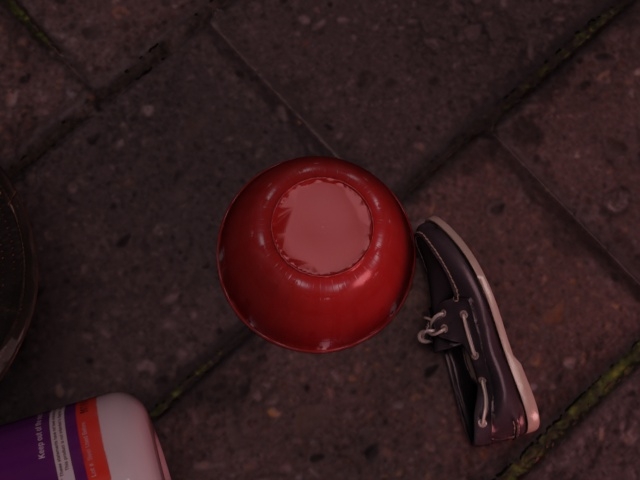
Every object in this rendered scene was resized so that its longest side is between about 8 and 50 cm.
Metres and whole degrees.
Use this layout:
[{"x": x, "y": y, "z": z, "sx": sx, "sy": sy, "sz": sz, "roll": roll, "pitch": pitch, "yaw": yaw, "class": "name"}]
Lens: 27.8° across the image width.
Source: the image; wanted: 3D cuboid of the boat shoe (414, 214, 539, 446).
[{"x": 0.119, "y": 0.079, "z": 1.114, "sx": 0.065, "sy": 0.075, "sz": 0.206, "roll": -22, "pitch": 83, "yaw": -12, "class": "boat shoe"}]

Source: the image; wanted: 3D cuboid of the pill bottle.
[{"x": -0.269, "y": 0.243, "z": 0.995, "sx": 0.323, "sy": 0.181, "sz": 0.182, "roll": -16, "pitch": 77, "yaw": -7, "class": "pill bottle"}]

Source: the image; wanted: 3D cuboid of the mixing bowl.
[{"x": 0.000, "y": 0.000, "z": 1.114, "sx": 0.181, "sy": 0.098, "sz": 0.181, "roll": 1, "pitch": 76, "yaw": -4, "class": "mixing bowl"}]

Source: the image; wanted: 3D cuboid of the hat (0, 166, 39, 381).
[{"x": -0.375, "y": 0.065, "z": 1.051, "sx": 0.331, "sy": 0.134, "sz": 0.331, "roll": -2, "pitch": 68, "yaw": 4, "class": "hat"}]
